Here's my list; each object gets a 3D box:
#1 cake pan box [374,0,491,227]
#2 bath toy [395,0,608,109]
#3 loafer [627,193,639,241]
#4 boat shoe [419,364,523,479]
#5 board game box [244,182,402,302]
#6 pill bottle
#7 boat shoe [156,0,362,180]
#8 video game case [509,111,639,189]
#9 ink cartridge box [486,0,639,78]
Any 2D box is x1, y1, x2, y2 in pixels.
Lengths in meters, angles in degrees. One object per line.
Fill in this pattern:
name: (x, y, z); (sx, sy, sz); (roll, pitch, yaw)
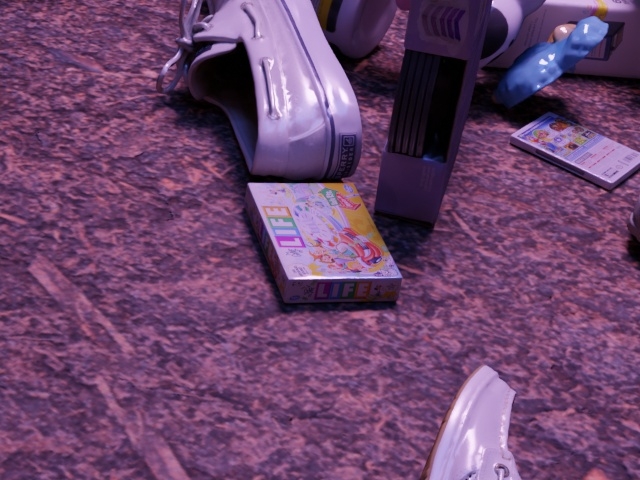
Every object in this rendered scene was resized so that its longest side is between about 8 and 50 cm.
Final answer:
cake pan box: (0.120, -0.177, 1.453); (0.070, 0.245, 0.267); (11, 33, 7)
bath toy: (0.141, -0.303, 1.604); (0.348, 0.129, 0.151); (41, 57, -12)
loafer: (0.405, -0.074, 1.518); (0.111, 0.112, 0.319); (27, 42, 13)
boat shoe: (0.104, 0.197, 1.008); (0.096, 0.098, 0.277); (17, 42, 8)
board game box: (0.000, 0.000, 1.340); (0.103, 0.026, 0.154); (-1, 34, -18)
pill bottle: (-0.024, -0.296, 1.707); (0.208, 0.119, 0.119); (26, 35, 21)
boat shoe: (-0.091, -0.184, 1.520); (0.157, 0.135, 0.367); (-6, 46, -20)
video game case: (0.272, -0.096, 1.590); (0.122, 0.011, 0.087); (29, 37, 25)
ink cartridge box: (0.283, -0.269, 1.790); (0.212, 0.093, 0.154); (5, 32, -14)
